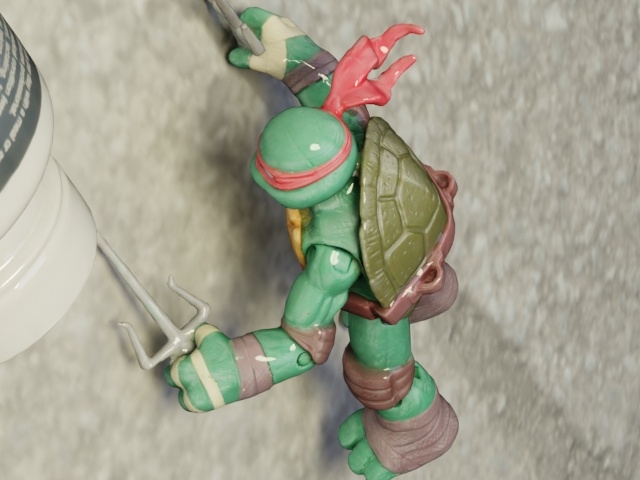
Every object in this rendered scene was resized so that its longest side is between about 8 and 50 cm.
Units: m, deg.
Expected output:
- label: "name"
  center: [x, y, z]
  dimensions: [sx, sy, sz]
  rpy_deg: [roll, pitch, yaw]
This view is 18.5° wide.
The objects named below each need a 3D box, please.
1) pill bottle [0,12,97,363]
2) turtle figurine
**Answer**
- label: "pill bottle"
  center: [-0.142, -0.042, 0.581]
  dimensions: [0.180, 0.108, 0.108]
  rpy_deg: [57, 48, -43]
- label: "turtle figurine"
  center: [0.000, 0.000, 0.814]
  dimensions: [0.234, 0.118, 0.175]
  rpy_deg: [56, 48, -52]
